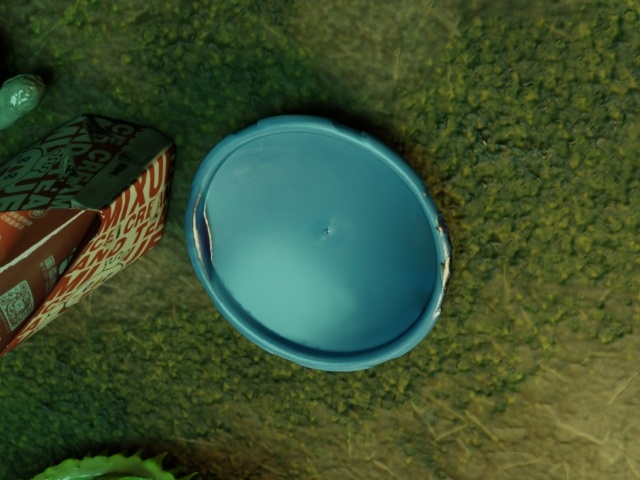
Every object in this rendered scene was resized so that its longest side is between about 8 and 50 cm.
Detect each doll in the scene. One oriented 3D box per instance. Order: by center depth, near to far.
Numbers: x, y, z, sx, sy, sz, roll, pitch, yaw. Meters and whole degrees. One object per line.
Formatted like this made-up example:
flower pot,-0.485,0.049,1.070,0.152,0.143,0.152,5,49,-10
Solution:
doll,-0.339,-0.157,1.603,0.214,0.071,0.104,26,122,12

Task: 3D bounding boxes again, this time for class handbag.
handbag,-0.258,0.009,1.599,0.298,0.171,0.151,-25,103,32

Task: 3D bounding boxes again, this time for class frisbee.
frisbee,0.000,0.000,1.559,0.242,0.045,0.242,9,118,18

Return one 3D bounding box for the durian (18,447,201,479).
durian,-0.184,0.295,1.717,0.355,0.169,0.158,-4,115,30
